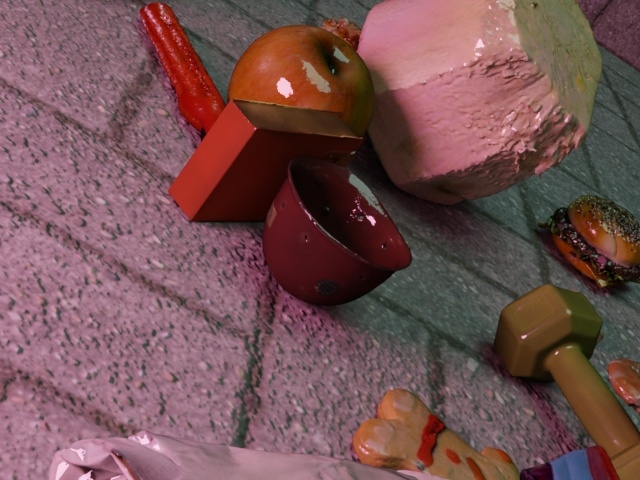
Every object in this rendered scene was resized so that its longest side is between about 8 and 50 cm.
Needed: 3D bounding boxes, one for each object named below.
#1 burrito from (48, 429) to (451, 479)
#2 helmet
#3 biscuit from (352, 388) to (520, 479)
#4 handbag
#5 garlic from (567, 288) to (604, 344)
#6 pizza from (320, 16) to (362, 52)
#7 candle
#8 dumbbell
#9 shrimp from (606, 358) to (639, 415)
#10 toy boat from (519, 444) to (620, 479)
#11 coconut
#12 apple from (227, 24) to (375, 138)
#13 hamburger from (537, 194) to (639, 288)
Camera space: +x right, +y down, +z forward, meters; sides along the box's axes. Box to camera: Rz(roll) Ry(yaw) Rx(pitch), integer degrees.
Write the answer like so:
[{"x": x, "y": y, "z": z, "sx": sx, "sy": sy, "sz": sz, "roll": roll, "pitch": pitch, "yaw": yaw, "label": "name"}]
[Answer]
[{"x": 0.021, "y": 0.211, "z": 0.841, "sx": 0.445, "sy": 0.101, "sz": 0.139, "roll": 15, "pitch": 12, "yaw": -40, "label": "burrito"}, {"x": 0.000, "y": 0.000, "z": 1.176, "sx": 0.155, "sy": 0.106, "sz": 0.175, "roll": 32, "pitch": 27, "yaw": -22, "label": "helmet"}, {"x": 0.140, "y": 0.222, "z": 1.066, "sx": 0.234, "sy": 0.030, "sz": 0.153, "roll": 38, "pitch": 27, "yaw": 5, "label": "biscuit"}, {"x": -0.052, "y": -0.079, "z": 1.227, "sx": 0.190, "sy": 0.127, "sz": 0.063, "roll": -1, "pitch": 46, "yaw": -52, "label": "handbag"}, {"x": 0.330, "y": 0.098, "z": 1.515, "sx": 0.083, "sy": 0.041, "sz": 0.053, "roll": 56, "pitch": 17, "yaw": 21, "label": "garlic"}, {"x": 0.076, "y": -0.286, "z": 1.814, "sx": 0.194, "sy": 0.069, "sz": 0.154, "roll": 45, "pitch": 27, "yaw": 15, "label": "pizza"}, {"x": -0.155, "y": -0.191, "z": 1.385, "sx": 0.051, "sy": 0.048, "sz": 0.329, "roll": 31, "pitch": 21, "yaw": -44, "label": "candle"}, {"x": 0.293, "y": 0.178, "z": 1.245, "sx": 0.108, "sy": 0.121, "sz": 0.302, "roll": 53, "pitch": 6, "yaw": -46, "label": "dumbbell"}, {"x": 0.356, "y": 0.156, "z": 1.184, "sx": 0.184, "sy": 0.043, "sz": 0.091, "roll": 19, "pitch": 27, "yaw": -32, "label": "shrimp"}, {"x": 0.222, "y": 0.318, "z": 0.884, "sx": 0.079, "sy": 0.136, "sz": 0.392, "roll": 0, "pitch": 45, "yaw": -7, "label": "toy boat"}, {"x": 0.186, "y": -0.196, "z": 1.545, "sx": 0.297, "sy": 0.309, "sz": 0.297, "roll": 25, "pitch": 56, "yaw": -43, "label": "coconut"}, {"x": -0.025, "y": -0.164, "z": 1.385, "sx": 0.182, "sy": 0.155, "sz": 0.182, "roll": 29, "pitch": 39, "yaw": -27, "label": "apple"}, {"x": 0.416, "y": -0.004, "z": 1.735, "sx": 0.164, "sy": 0.093, "sz": 0.189, "roll": 44, "pitch": 24, "yaw": 17, "label": "hamburger"}]
